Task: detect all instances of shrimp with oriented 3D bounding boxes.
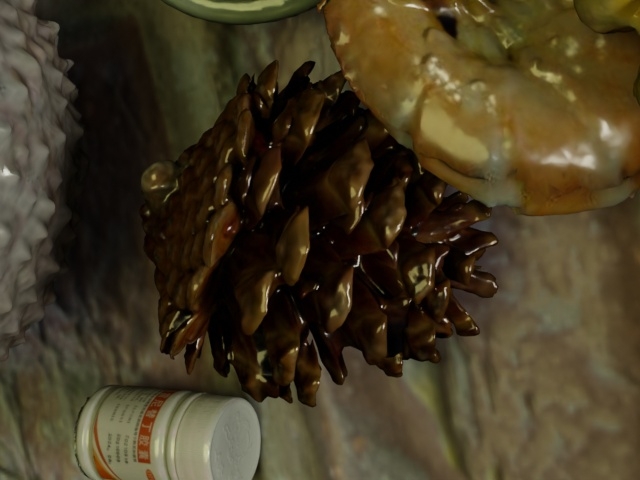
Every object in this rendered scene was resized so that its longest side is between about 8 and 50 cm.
[{"bbox_3d":[0.057,-0.139,0.504,0.152,0.063,0.287,-23,76,-12],"label":"shrimp"}]

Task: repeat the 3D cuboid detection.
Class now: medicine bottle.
[{"bbox_3d":[-0.084,0.110,0.626,0.089,0.057,0.057,2,95,27],"label":"medicine bottle"}]

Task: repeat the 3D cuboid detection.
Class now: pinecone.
[{"bbox_3d":[0.000,0.000,0.528,0.173,0.173,0.174,2,95,27],"label":"pinecone"}]

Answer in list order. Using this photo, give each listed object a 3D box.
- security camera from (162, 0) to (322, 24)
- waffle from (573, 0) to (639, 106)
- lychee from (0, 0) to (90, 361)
[{"bbox_3d":[-0.099,-0.204,0.602,0.301,0.080,0.157,18,87,14],"label":"security camera"},{"bbox_3d":[0.246,-0.137,0.370,0.324,0.151,0.261,21,84,19],"label":"waffle"},{"bbox_3d":[-0.249,-0.029,0.573,0.300,0.300,0.300,2,95,27],"label":"lychee"}]
